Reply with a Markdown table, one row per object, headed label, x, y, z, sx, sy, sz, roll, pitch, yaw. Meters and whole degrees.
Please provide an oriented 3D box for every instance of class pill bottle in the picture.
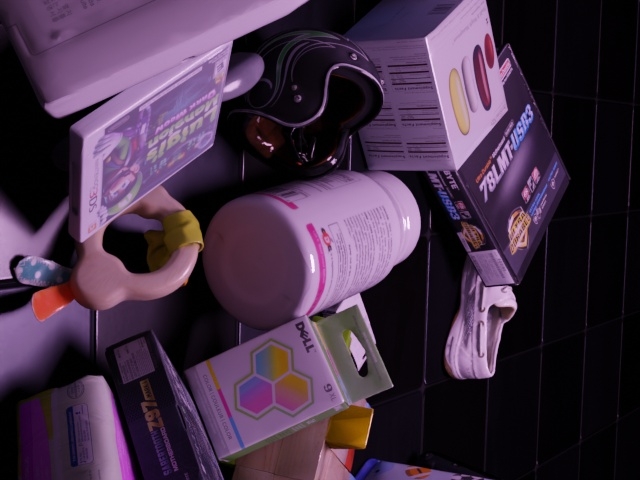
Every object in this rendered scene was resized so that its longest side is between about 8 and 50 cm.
| label | x | y | z | sx | sy | sz | roll | pitch | yaw |
| --- | --- | --- | --- | --- | --- | --- | --- | --- | --- |
| pill bottle | 0.000 | 0.000 | 1.389 | 0.283 | 0.160 | 0.160 | -20 | 111 | -54 |

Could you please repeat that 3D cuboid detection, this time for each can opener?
| label | x | y | z | sx | sy | sz | roll | pitch | yaw |
| --- | --- | --- | --- | --- | --- | --- | --- | --- | --- |
| can opener | -0.168 | -0.143 | 1.185 | 0.280 | 0.093 | 0.074 | -47 | 132 | -37 |

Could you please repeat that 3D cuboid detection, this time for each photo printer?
| label | x | y | z | sx | sy | sz | roll | pitch | yaw |
| --- | --- | --- | --- | --- | --- | --- | --- | --- | --- |
| photo printer | -0.147 | -0.282 | 0.966 | 0.107 | 0.307 | 0.256 | -116 | -179 | -82 |

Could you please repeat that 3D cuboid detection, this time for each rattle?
| label | x | y | z | sx | sy | sz | roll | pitch | yaw |
| --- | --- | --- | --- | --- | --- | --- | --- | --- | --- |
| rattle | -0.225 | 0.037 | 1.169 | 0.200 | 0.143 | 0.130 | -42 | 97 | -27 |

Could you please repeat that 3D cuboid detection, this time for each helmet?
| label | x | y | z | sx | sy | sz | roll | pitch | yaw |
| --- | --- | --- | --- | --- | --- | --- | --- | --- | --- |
| helmet | -0.016 | -0.172 | 1.331 | 0.161 | 0.169 | 0.169 | -59 | 139 | -22 |

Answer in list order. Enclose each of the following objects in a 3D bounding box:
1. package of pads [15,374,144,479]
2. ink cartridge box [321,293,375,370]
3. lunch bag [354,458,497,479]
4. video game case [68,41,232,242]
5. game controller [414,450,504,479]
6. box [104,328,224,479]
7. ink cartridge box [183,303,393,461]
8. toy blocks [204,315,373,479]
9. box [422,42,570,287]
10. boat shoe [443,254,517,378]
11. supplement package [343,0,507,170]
| label | x | y | z | sx | sy | sz | roll | pitch | yaw |
| --- | --- | --- | --- | --- | --- | --- | --- | --- | --- |
| package of pads | -0.196 | 0.301 | 1.088 | 0.229 | 0.101 | 0.296 | -117 | -174 | -58 |
| ink cartridge box | 0.041 | 0.122 | 1.588 | 0.063 | 0.029 | 0.115 | -53 | 137 | -40 |
| lunch bag | 0.127 | 0.501 | 1.502 | 0.385 | 0.328 | 0.239 | -38 | 120 | -50 |
| video game case | -0.165 | -0.099 | 1.083 | 0.190 | 0.022 | 0.173 | -41 | 165 | -31 |
| game controller | 0.264 | 0.436 | 1.717 | 0.067 | 0.319 | 0.166 | -30 | 119 | -33 |
| box | -0.139 | 0.232 | 1.140 | 0.183 | 0.059 | 0.232 | 72 | -6 | -52 |
| ink cartridge box | -0.035 | 0.156 | 1.262 | 0.062 | 0.209 | 0.109 | 64 | 2 | -74 |
| toy blocks | -0.028 | 0.312 | 1.382 | 0.261 | 0.191 | 0.381 | 64 | 38 | -65 |
| box | 0.291 | -0.125 | 1.857 | 0.295 | 0.073 | 0.293 | -54 | 125 | -40 |
| boat shoe | 0.291 | 0.107 | 1.907 | 0.098 | 0.096 | 0.277 | 35 | 64 | -50 |
| supplement package | 0.148 | -0.232 | 1.597 | 0.194 | 0.149 | 0.203 | -48 | 131 | -43 |
